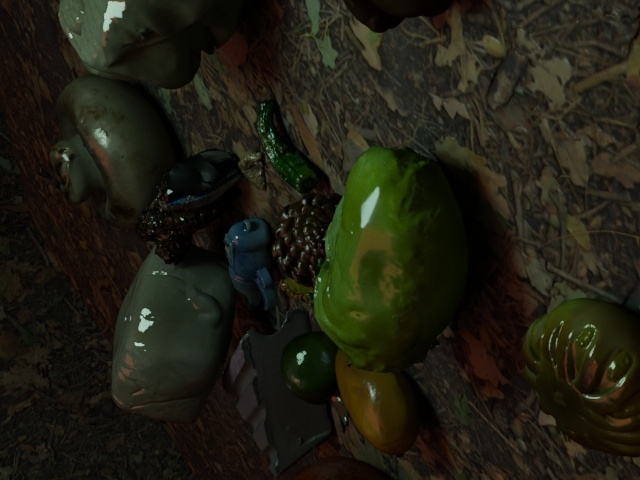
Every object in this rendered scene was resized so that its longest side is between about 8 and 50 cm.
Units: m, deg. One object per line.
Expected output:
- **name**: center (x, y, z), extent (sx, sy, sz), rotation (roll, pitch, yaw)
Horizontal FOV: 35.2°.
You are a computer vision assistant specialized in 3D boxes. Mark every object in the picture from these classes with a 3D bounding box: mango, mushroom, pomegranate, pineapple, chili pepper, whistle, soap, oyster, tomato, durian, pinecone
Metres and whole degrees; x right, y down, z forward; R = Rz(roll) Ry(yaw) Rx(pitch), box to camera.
- **mango**: center (0.094, 0.258, 1.727), extent (0.147, 0.109, 0.227), rotation (95, 152, -54)
- **mushroom**: center (-0.491, -0.187, 2.256), extent (0.362, 0.295, 0.362), rotation (48, 154, 33)
- **pomegranate**: center (0.014, 0.255, 1.865), extent (0.191, 0.131, 0.152), rotation (44, 176, 24)
- **pineapple**: center (-0.012, 0.095, 1.856), extent (0.114, 0.077, 0.114), rotation (43, -174, 18)
- **chili pepper**: center (-0.058, -0.150, 1.700), extent (0.182, 0.050, 0.073), rotation (58, 163, 20)
- **whistle**: center (-0.142, 0.044, 2.040), extent (0.180, 0.093, 0.269), rotation (58, 163, 30)
- **soap**: center (-0.068, 0.315, 2.055), extent (0.257, 0.159, 0.302), rotation (61, 159, 15)
- **oyster**: center (-0.125, -0.127, 1.877), extent (0.081, 0.038, 0.083), rotation (10, 122, 60)
- **tomato**: center (0.035, 0.550, 1.968), extent (0.265, 0.265, 0.265), rotation (46, 151, 35)
- **durian**: center (0.092, 0.026, 1.376), extent (0.339, 0.204, 0.255), rotation (111, 141, -64)
- **pinecone**: center (0.000, 0.000, 1.609), extent (0.173, 0.173, 0.173), rotation (46, 151, 35)

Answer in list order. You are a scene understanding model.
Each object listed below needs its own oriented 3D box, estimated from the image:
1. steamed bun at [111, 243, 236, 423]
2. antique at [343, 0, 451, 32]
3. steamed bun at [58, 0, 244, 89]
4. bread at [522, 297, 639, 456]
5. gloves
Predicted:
- **steamed bun**: center (-0.306, 0.182, 2.133), extent (0.236, 0.247, 0.383), rotation (126, 160, -72)
- **antique**: center (0.068, -0.366, 1.128), extent (0.143, 0.121, 0.257), rotation (0, 114, 57)
- **steamed bun**: center (-0.246, -0.406, 1.579), extent (0.367, 0.255, 0.342), rotation (-60, 35, 30)
- **bread**: center (0.317, 0.165, 1.170), extent (0.213, 0.105, 0.213), rotation (44, 150, 33)
- **gloves**: center (-0.273, -0.068, 2.036), extent (0.135, 0.210, 0.312), rotation (41, 158, -5)
